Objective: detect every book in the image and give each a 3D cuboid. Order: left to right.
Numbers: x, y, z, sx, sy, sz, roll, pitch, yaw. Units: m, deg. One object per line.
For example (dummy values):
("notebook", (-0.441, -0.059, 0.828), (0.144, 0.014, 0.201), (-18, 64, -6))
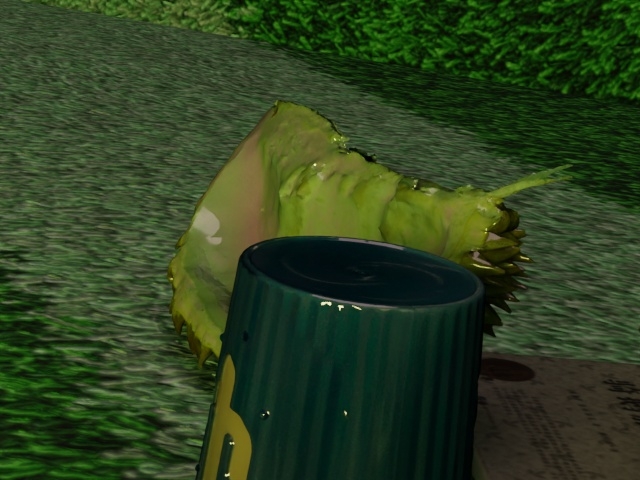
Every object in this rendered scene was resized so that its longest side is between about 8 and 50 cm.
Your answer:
("book", (0.231, 0.120, 0.868), (0.311, 0.021, 0.217), (5, 15, -7))

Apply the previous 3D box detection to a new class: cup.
("cup", (0.002, 0.079, 0.651), (0.131, 0.155, 0.176), (1, 17, -24))

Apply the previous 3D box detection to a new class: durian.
("durian", (0.001, 0.009, 0.890), (0.158, 0.169, 0.355), (-1, 12, -28))

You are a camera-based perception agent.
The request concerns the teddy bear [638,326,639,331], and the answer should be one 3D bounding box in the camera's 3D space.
("teddy bear", (0.272, 0.084, 0.719), (0.236, 0.151, 0.267), (15, 22, -2))
